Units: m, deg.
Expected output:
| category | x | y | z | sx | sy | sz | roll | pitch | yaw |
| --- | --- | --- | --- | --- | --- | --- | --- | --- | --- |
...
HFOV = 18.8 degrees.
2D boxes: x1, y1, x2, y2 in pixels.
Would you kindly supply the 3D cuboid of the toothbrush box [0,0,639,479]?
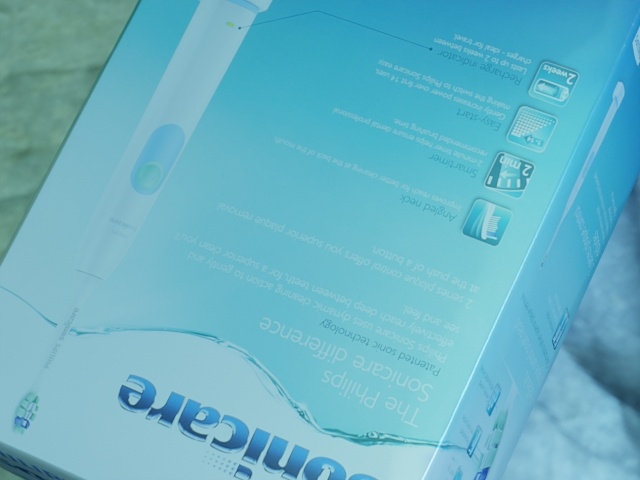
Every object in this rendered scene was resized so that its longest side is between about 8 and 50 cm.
| category | x | y | z | sx | sy | sz | roll | pitch | yaw |
| --- | --- | --- | --- | --- | --- | --- | --- | --- | --- |
| toothbrush box | 0.000 | 0.000 | 0.850 | 0.216 | 0.126 | 0.295 | 20 | 74 | 21 |
